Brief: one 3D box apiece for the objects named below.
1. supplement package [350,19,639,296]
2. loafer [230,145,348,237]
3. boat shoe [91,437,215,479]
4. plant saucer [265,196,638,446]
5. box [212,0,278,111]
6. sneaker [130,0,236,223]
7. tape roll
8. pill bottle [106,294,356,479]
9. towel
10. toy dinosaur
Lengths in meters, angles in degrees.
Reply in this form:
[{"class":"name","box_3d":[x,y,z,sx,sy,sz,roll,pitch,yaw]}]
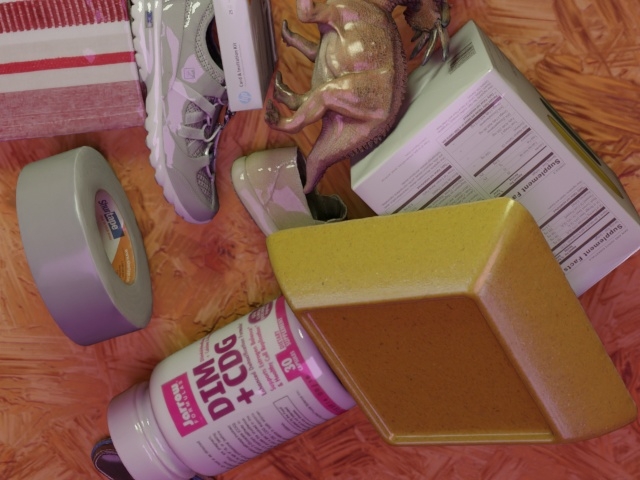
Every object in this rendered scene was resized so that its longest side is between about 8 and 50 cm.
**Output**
[{"class":"supplement package","box_3d":[0.191,-0.066,1.439,0.198,0.199,0.263,-41,108,17]},{"class":"loafer","box_3d":[0.000,0.000,1.525,0.092,0.102,0.268,-31,109,20]},{"class":"boat shoe","box_3d":[-0.214,0.314,1.683,0.183,0.066,0.066,22,112,-9]},{"class":"plant saucer","box_3d":[0.128,0.119,1.403,0.333,0.081,0.333,-7,129,38]},{"class":"box","box_3d":[-0.079,-0.234,1.379,0.038,0.186,0.145,-6,114,5]},{"class":"sneaker","box_3d":[-0.138,-0.150,1.460,0.115,0.105,0.281,-6,113,4]},{"class":"tape roll","box_3d":[-0.264,0.006,1.469,0.072,0.219,0.219,-18,112,8]},{"class":"pill bottle","box_3d":[-0.106,0.188,1.576,0.283,0.160,0.160,-29,110,13]},{"class":"towel","box_3d":[-0.330,-0.274,1.450,0.237,0.037,0.329,-5,112,5]},{"class":"toy dinosaur","box_3d":[0.051,-0.188,1.381,0.200,0.127,0.295,9,93,0]}]
